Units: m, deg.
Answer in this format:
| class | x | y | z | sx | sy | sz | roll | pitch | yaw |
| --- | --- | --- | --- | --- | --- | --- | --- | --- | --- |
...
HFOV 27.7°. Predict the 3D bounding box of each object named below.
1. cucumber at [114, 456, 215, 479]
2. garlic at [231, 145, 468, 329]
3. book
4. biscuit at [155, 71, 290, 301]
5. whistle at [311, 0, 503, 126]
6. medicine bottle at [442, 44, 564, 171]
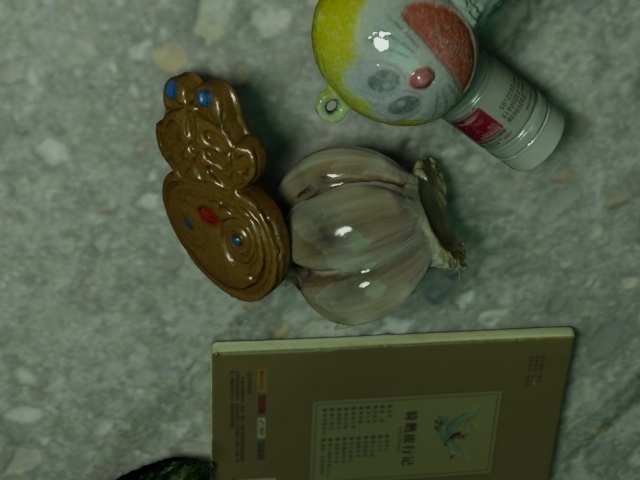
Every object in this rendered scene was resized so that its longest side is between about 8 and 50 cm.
| class | x | y | z | sx | sy | sz | roll | pitch | yaw |
| --- | --- | --- | --- | --- | --- | --- | --- | --- | --- |
| cucumber | -0.201 | 0.249 | 1.120 | 0.245 | 0.067 | 0.067 | -24 | 124 | 11 |
| garlic | 0.000 | 0.000 | 0.969 | 0.194 | 0.127 | 0.131 | -11 | 92 | 27 |
| book | 0.059 | 0.170 | 1.140 | 0.310 | 0.021 | 0.217 | -2 | 123 | -8 |
| biscuit | -0.076 | -0.034 | 0.930 | 0.026 | 0.124 | 0.175 | -32 | 124 | -35 |
| whistle | 0.081 | -0.159 | 0.872 | 0.223 | 0.123 | 0.123 | -44 | 121 | 3 |
| medicine bottle | 0.127 | -0.097 | 0.947 | 0.091 | 0.058 | 0.058 | 33 | 113 | -26 |
